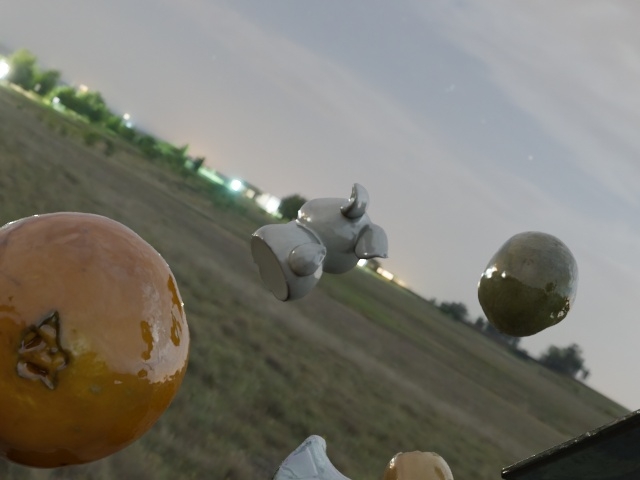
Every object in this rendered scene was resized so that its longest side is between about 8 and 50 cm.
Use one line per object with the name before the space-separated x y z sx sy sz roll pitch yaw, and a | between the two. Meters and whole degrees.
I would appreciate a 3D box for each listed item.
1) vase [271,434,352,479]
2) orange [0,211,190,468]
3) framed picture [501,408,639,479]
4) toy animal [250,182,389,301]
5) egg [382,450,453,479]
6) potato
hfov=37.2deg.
vase | 0.106 0.527 1.641 0.445 0.250 0.250 31 0 20
orange | -0.312 0.119 1.158 0.312 0.312 0.312 30 0 0
framed picture | 0.426 0.290 1.116 0.347 0.016 0.265 28 -42 -23
toy animal | -0.002 0.004 1.448 0.127 0.193 0.178 66 -13 -4
egg | 0.104 0.276 1.025 0.080 0.096 0.080 8 -31 5
potato | 0.344 0.074 1.601 0.160 0.178 0.235 58 -11 1
